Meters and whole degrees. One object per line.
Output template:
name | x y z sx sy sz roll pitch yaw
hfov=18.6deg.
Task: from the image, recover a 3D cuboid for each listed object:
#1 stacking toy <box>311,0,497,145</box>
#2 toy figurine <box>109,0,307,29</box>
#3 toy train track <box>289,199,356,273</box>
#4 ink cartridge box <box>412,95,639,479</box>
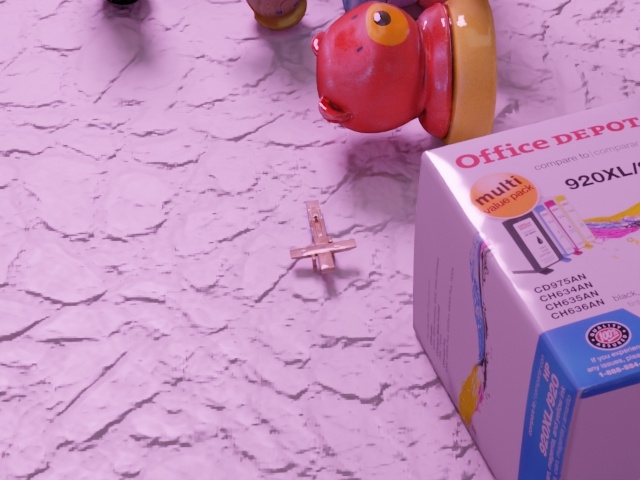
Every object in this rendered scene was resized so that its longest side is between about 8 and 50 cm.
stacking toy | 0.055 -0.246 1.498 0.130 0.279 0.309 -1 39 -6
toy figurine | -0.094 -0.286 1.624 0.213 0.148 0.209 5 54 4
toy train track | 0.000 0.000 1.419 0.048 0.014 0.083 -10 38 -2
ink cartridge box | 0.179 0.053 1.254 0.171 0.168 0.232 -14 44 -16
